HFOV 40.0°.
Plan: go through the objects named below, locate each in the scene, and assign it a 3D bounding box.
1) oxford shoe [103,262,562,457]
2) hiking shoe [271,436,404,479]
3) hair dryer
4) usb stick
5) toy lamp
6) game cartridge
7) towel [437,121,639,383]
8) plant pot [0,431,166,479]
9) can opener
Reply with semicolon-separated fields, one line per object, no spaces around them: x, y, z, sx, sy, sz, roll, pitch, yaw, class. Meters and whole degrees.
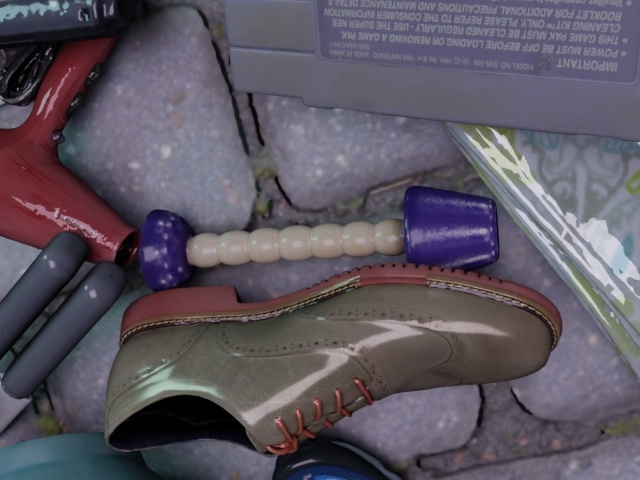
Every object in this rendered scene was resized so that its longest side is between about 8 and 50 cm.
0.003;0.105;0.651;0.348;0.130;0.123;-9;136;19;oxford shoe
0.054;0.291;0.670;0.113;0.132;0.304;-31;87;12;hiking shoe
-0.228;-0.104;0.712;0.224;0.080;0.293;-26;81;13;hair dryer
-0.272;-0.183;0.691;0.278;0.045;0.077;0;66;18;usb stick
0.000;0.000;0.691;0.275;0.080;0.080;-2;94;13;toy lamp
0.098;-0.182;0.542;0.355;0.068;0.230;10;127;23;game cartridge
0.306;-0.096;0.614;0.374;0.090;0.320;-39;87;11;towel
-0.201;0.269;0.667;0.293;0.293;0.196;-30;61;12;plant pot
-0.256;0.103;0.712;0.074;0.093;0.280;39;120;-14;can opener
